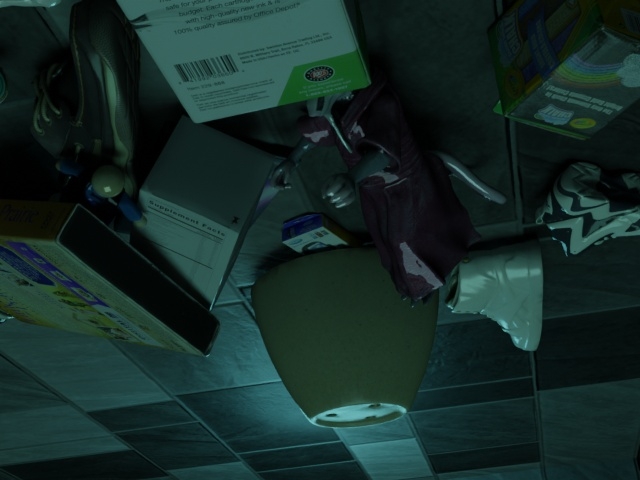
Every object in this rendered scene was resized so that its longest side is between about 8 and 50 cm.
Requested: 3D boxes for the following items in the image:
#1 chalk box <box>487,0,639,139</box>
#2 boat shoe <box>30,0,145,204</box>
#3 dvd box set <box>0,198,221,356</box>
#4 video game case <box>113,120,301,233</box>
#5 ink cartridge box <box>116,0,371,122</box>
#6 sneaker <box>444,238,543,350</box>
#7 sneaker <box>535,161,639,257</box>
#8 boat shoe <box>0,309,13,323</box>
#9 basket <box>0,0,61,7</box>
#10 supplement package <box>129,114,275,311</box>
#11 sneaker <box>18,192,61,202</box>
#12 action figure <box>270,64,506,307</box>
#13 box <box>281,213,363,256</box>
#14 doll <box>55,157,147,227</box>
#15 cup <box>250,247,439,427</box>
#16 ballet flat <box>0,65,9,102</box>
[{"bbox_3d":[0.284,-0.210,1.084,0.132,0.132,0.213,11,148,-26],"label":"chalk box"},{"bbox_3d":[-0.283,-0.146,1.132,0.130,0.132,0.355,2,150,-7],"label":"boat shoe"},{"bbox_3d":[-0.381,0.045,1.319,0.421,0.062,0.307,4,150,38],"label":"dvd box set"},{"bbox_3d":[-0.173,-0.070,1.387,0.196,0.026,0.274,10,147,-23],"label":"video game case"},{"bbox_3d":[-0.083,-0.264,0.954,0.211,0.121,0.289,-10,150,10],"label":"ink cartridge box"},{"bbox_3d":[0.304,0.103,1.674,0.169,0.108,0.292,-6,141,8],"label":"sneaker"},{"bbox_3d":[0.437,-0.031,1.453,0.235,0.094,0.153,9,150,-20],"label":"sneaker"},{"bbox_3d":[-0.608,0.061,1.482,0.096,0.112,0.335,-18,151,15],"label":"boat shoe"},{"bbox_3d":[-0.351,-0.353,0.624,0.332,0.266,0.328,-2,150,-3],"label":"basket"},{"bbox_3d":[-0.167,-0.026,1.268,0.139,0.133,0.244,24,146,-3],"label":"supplement package"},{"bbox_3d":[-0.406,0.002,1.446,0.121,0.079,0.217,-5,144,11],"label":"sneaker"},{"bbox_3d":[0.093,-0.104,1.190,0.276,0.248,0.370,-35,123,-10],"label":"action figure"},{"bbox_3d":[0.000,0.000,1.525,0.081,0.028,0.136,-21,148,29],"label":"box"},{"bbox_3d":[-0.268,-0.051,1.144,0.129,0.046,0.189,35,155,-11],"label":"doll"},{"bbox_3d":[0.053,0.185,1.615,0.331,0.236,0.331,-5,157,-2],"label":"cup"},{"bbox_3d":[-0.477,-0.210,1.071,0.241,0.091,0.077,18,174,-26],"label":"ballet flat"}]
